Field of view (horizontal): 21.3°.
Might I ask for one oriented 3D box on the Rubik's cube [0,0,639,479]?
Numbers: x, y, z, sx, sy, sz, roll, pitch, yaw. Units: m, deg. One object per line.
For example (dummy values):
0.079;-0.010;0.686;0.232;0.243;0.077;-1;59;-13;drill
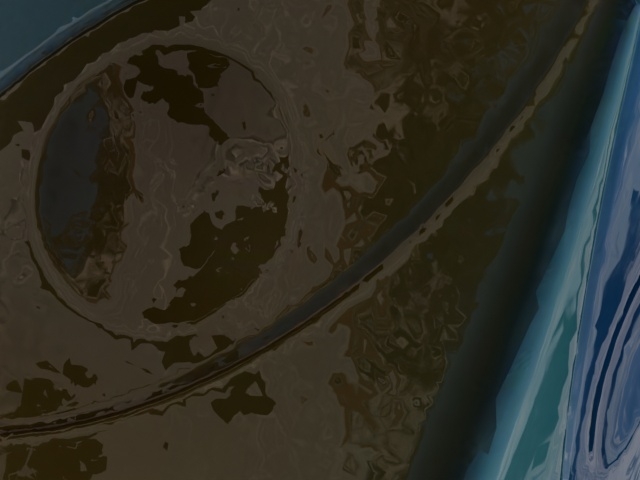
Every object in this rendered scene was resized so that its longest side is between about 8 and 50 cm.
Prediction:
0.000;0.000;0.869;0.351;0.347;0.352;14;95;-66;Rubik's cube
